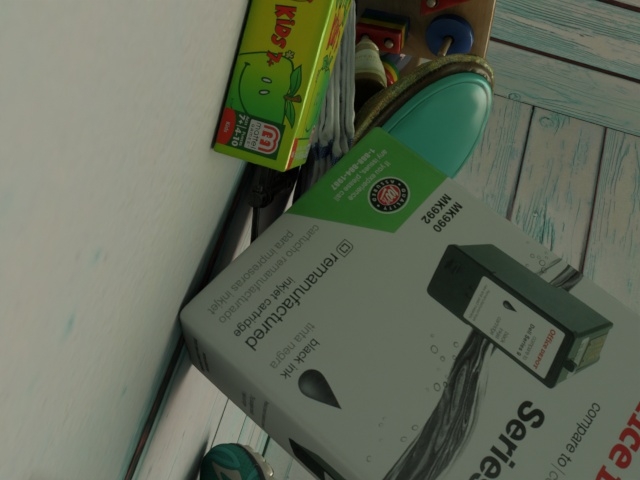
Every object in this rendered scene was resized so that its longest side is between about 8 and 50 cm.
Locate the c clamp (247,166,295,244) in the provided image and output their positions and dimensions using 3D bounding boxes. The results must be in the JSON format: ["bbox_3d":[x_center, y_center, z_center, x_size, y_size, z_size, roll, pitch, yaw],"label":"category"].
[{"bbox_3d":[-0.038,-0.062,0.532,0.160,0.022,0.137,-64,165,-72],"label":"c clamp"}]

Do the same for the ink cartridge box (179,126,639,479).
[{"bbox_3d":[0.082,0.090,0.440,0.211,0.289,0.121,-46,165,-24],"label":"ink cartridge box"}]

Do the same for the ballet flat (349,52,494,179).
[{"bbox_3d":[0.060,-0.062,0.634,0.348,0.123,0.123,108,1,-47],"label":"ballet flat"}]

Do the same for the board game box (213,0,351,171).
[{"bbox_3d":[-0.009,-0.135,0.367,0.092,0.043,0.181,-58,165,-79],"label":"board game box"}]

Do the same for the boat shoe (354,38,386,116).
[{"bbox_3d":[0.042,-0.150,0.660,0.153,0.056,0.048,85,6,-75],"label":"boat shoe"}]

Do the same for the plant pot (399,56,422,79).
[{"bbox_3d":[0.073,-0.208,0.904,0.237,0.110,0.237,17,90,-88],"label":"plant pot"}]

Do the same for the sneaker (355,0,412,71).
[{"bbox_3d":[0.073,-0.314,0.620,0.131,0.112,0.319,-27,141,-54],"label":"sneaker"}]

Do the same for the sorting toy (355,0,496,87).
[{"bbox_3d":[0.091,-0.224,0.571,0.274,0.132,0.046,86,26,-52],"label":"sorting toy"}]

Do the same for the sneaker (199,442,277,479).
[{"bbox_3d":[-0.101,0.296,0.600,0.107,0.110,0.275,-56,-160,17],"label":"sneaker"}]

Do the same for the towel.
[{"bbox_3d":[-0.008,-0.077,0.636,0.285,0.034,0.209,106,-11,-55],"label":"towel"}]
